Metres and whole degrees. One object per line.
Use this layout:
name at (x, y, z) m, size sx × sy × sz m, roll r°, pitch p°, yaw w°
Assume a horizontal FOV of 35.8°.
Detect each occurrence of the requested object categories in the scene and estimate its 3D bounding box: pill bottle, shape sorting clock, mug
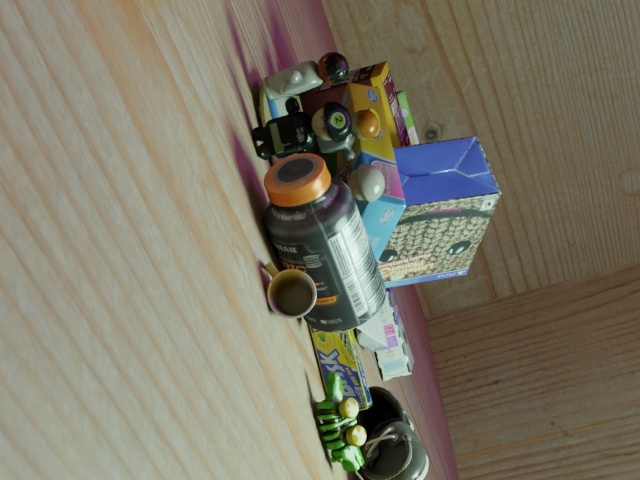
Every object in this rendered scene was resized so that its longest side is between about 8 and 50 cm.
pill bottle at (0.000, 0.000, 1.380) m, size 0.130 × 0.130 × 0.245 m, roll -95°, pitch 166°, yaw -54°
shape sorting clock at (-0.057, -0.168, 1.626) m, size 0.206 × 0.040 × 0.206 m, roll -15°, pitch 90°, yaw -70°
mug at (-0.036, 0.065, 1.269) m, size 0.064 × 0.062 × 0.078 m, roll 76°, pitch 7°, yaw -79°

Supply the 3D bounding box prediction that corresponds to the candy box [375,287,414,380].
candy box at (0.155, 0.211, 2.286) m, size 0.165 × 0.070 × 0.196 m, roll -15°, pitch 89°, yaw -83°

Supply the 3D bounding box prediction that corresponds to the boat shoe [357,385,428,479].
boat shoe at (0.098, 0.319, 1.592) m, size 0.095 × 0.112 × 0.335 m, roll 56°, pitch 4°, yaw -4°

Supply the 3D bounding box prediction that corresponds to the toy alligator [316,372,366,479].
toy alligator at (0.028, 0.276, 1.348) m, size 0.051 × 0.056 × 0.189 m, roll -16°, pitch 92°, yaw -40°

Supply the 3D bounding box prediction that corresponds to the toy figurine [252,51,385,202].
toy figurine at (0.009, -0.168, 1.524) m, size 0.213 × 0.148 × 0.209 m, roll 56°, pitch 29°, yaw -40°

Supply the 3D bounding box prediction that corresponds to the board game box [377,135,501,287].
board game box at (0.189, -0.047, 1.931) m, size 0.291 × 0.232 × 0.141 m, roll 100°, pitch -22°, yaw -56°

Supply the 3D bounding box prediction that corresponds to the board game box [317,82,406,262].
board game box at (0.056, -0.086, 1.731) m, size 0.316 × 0.064 × 0.242 m, roll -98°, pitch -156°, yaw -46°

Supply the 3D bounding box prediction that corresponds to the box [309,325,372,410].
box at (0.027, 0.175, 1.487) m, size 0.054 × 0.059 × 0.169 m, roll 23°, pitch 52°, yaw -79°

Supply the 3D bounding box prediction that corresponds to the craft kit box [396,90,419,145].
craft kit box at (0.104, -0.184, 2.131) m, size 0.061 × 0.247 × 0.250 m, roll -37°, pitch 116°, yaw -45°

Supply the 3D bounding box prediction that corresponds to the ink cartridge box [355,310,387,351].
ink cartridge box at (0.068, 0.135, 2.001) m, size 0.179 × 0.045 × 0.145 m, roll 32°, pitch 40°, yaw -51°

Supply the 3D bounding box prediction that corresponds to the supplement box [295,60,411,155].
supplement box at (0.060, -0.228, 1.961) m, size 0.129 × 0.194 × 0.191 m, roll -66°, pitch 141°, yaw -66°
